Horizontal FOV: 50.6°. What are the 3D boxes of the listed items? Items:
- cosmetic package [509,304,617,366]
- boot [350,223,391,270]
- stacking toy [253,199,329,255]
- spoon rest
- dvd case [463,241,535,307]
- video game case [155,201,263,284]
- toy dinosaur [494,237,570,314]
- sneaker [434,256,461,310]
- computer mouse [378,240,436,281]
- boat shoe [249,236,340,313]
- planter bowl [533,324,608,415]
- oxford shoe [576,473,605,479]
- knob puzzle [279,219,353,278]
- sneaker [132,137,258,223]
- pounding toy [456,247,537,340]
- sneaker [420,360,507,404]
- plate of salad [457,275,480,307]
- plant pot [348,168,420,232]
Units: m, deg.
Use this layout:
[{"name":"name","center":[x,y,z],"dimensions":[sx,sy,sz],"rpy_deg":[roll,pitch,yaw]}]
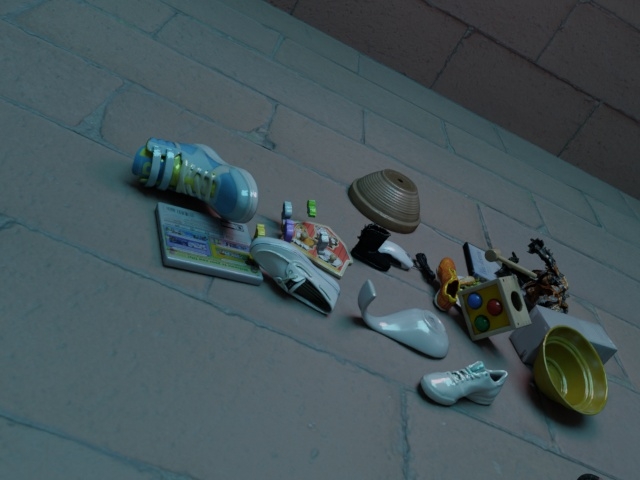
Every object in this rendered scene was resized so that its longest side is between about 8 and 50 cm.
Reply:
[{"name":"cosmetic package","center":[0.624,0.265,1.743],"dimensions":[0.238,0.127,0.107],"rpy_deg":[21,30,-22]},{"name":"boot","center":[0.143,0.016,1.703],"dimensions":[0.121,0.099,0.045],"rpy_deg":[25,30,-12]},{"name":"stacking toy","center":[-0.079,-0.049,1.603],"dimensions":[0.167,0.052,0.221],"rpy_deg":[7,33,-14]},{"name":"spoon rest","center":[0.184,0.182,1.517],"dimensions":[0.276,0.084,0.137],"rpy_deg":[31,26,-29]},{"name":"dvd case","center":[0.549,0.105,2.039],"dimensions":[0.253,0.022,0.180],"rpy_deg":[26,28,-9]},{"name":"video game case","center":[-0.237,0.006,1.428],"dimensions":[0.213,0.023,0.193],"rpy_deg":[15,31,-29]},{"name":"toy dinosaur","center":[0.644,0.120,1.979],"dimensions":[0.218,0.164,0.322],"rpy_deg":[47,10,0]},{"name":"sneaker","center":[0.337,0.107,1.744],"dimensions":[0.064,0.067,0.175],"rpy_deg":[30,41,-18]},{"name":"computer mouse","center":[0.216,0.042,1.794],"dimensions":[0.193,0.042,0.106],"rpy_deg":[21,30,-19]},{"name":"boat shoe","center":[-0.051,0.074,1.422],"dimensions":[0.226,0.083,0.075],"rpy_deg":[30,35,-16]},{"name":"planter bowl","center":[0.574,0.318,1.611],"dimensions":[0.217,0.090,0.217],"rpy_deg":[18,54,-28]},{"name":"oxford shoe","center":[0.593,0.550,1.314],"dimensions":[0.227,0.083,0.096],"rpy_deg":[46,9,30]},{"name":"knob puzzle","center":[0.000,0.000,1.664],"dimensions":[0.213,0.030,0.213],"rpy_deg":[23,28,-13]},{"name":"sneaker","center":[-0.287,-0.129,1.474],"dimensions":[0.208,0.127,0.319],"rpy_deg":[4,21,-40]},{"name":"pounding toy","center":[0.428,0.119,1.642],"dimensions":[0.094,0.181,0.205],"rpy_deg":[-4,74,-47]},{"name":"sneaker","center":[0.304,0.289,1.420],"dimensions":[0.212,0.094,0.080],"rpy_deg":[9,36,-35]},{"name":"plate of salad","center":[0.428,0.155,1.811],"dimensions":[0.200,0.048,0.199],"rpy_deg":[24,28,-14]},{"name":"plant pot","center":[0.210,-0.136,2.010],"dimensions":[0.238,0.109,0.237],"rpy_deg":[23,28,-13]}]
